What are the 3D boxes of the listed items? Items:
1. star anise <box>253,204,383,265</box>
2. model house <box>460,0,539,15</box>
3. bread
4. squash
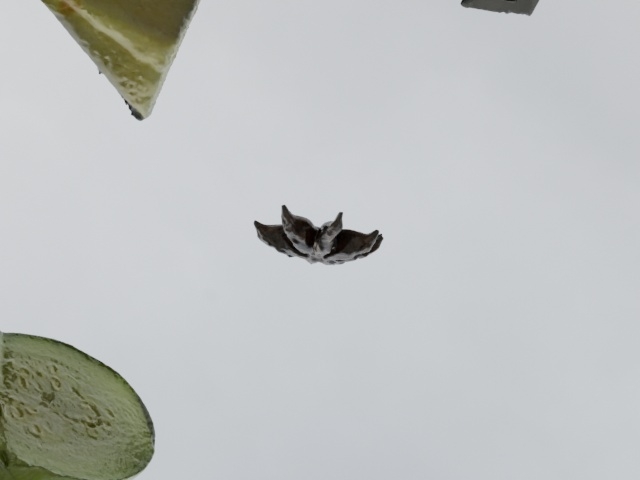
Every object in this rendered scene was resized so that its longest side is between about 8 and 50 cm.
[{"bbox_3d":[0.001,0.001,1.275,0.141,0.141,0.042,4,-105,5],"label":"star anise"},{"bbox_3d":[0.210,-0.294,1.087,0.243,0.204,0.211,25,-137,0],"label":"model house"},{"bbox_3d":[-0.211,-0.263,1.238,0.178,0.135,0.240,23,-135,-12],"label":"bread"},{"bbox_3d":[-0.269,0.162,1.100,0.133,0.220,0.220,-35,-107,10],"label":"squash"}]
